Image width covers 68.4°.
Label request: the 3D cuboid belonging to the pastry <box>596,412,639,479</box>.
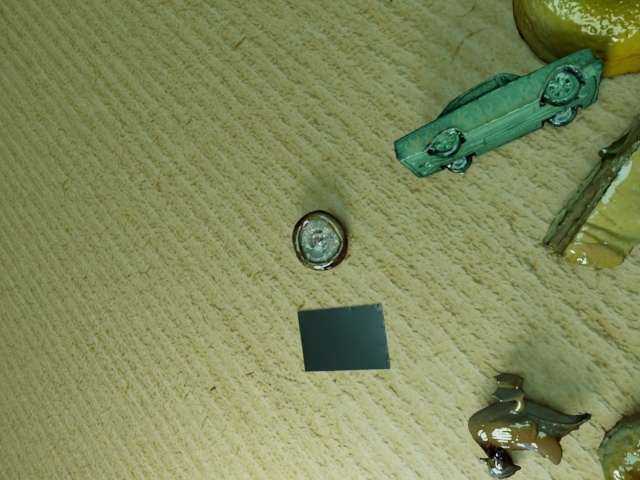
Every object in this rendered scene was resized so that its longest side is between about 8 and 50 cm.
[{"bbox_3d":[0.511,0.341,0.676,0.182,0.093,0.193,-18,86,23],"label":"pastry"}]

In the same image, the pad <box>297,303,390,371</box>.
[{"bbox_3d":[0.043,0.200,0.953,0.190,0.004,0.127,-9,85,25],"label":"pad"}]

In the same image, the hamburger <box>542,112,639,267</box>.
[{"bbox_3d":[0.458,-0.072,0.705,0.130,0.124,0.262,30,107,4],"label":"hamburger"}]

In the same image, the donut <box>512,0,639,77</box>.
[{"bbox_3d":[0.444,-0.409,0.716,0.302,0.110,0.303,0,89,25],"label":"donut"}]

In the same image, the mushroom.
[{"bbox_3d":[0.000,0.000,0.951,0.123,0.052,0.123,2,96,21],"label":"mushroom"}]

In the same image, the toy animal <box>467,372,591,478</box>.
[{"bbox_3d":[0.339,0.318,0.770,0.188,0.089,0.179,-5,100,26],"label":"toy animal"}]

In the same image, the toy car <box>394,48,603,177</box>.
[{"bbox_3d":[0.281,-0.202,0.772,0.320,0.141,0.097,-24,73,23],"label":"toy car"}]
